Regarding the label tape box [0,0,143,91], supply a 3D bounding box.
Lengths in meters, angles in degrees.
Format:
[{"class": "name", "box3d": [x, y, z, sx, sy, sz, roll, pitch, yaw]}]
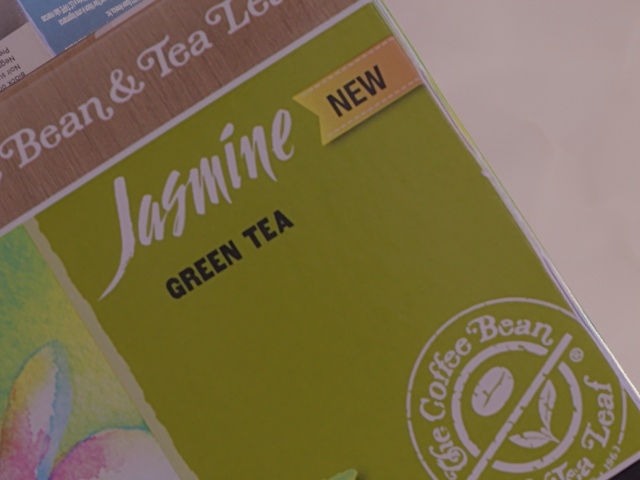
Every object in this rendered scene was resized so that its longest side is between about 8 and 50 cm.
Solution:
[{"class": "label tape box", "box3d": [-0.140, -0.075, 1.173, 0.334, 0.106, 0.240, 57, 19, -8]}]

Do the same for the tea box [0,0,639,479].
[{"class": "tea box", "box3d": [-0.002, 0.086, 0.706, 0.323, 0.220, 0.329, 56, 0, 4]}]
